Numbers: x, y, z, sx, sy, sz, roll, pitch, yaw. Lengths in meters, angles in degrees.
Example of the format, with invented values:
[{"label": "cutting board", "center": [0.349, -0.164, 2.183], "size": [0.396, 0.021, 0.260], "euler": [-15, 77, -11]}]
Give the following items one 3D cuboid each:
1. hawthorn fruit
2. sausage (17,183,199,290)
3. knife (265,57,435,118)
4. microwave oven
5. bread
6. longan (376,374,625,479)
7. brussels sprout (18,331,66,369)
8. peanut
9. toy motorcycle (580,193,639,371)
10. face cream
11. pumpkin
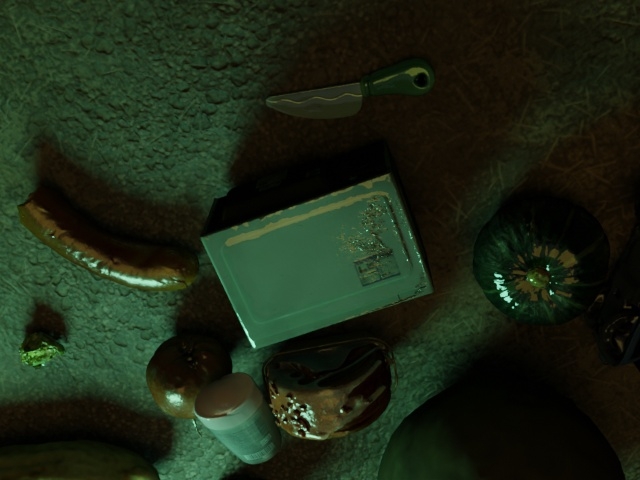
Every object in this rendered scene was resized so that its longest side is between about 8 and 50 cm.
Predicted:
[{"label": "hawthorn fruit", "center": [-0.234, 0.241, 1.464], "size": [0.149, 0.149, 0.189], "euler": [26, 128, -11]}, {"label": "sausage", "center": [-0.345, 0.010, 1.384], "size": [0.302, 0.076, 0.103], "euler": [26, 114, -11]}, {"label": "knife", "center": [0.046, -0.221, 1.295], "size": [0.260, 0.034, 0.063], "euler": [-11, 122, 13]}, {"label": "microwave oven", "center": [0.000, 0.000, 1.314], "size": [0.295, 0.181, 0.237], "euler": [-18, 112, 10]}, {"label": "bread", "center": [0.017, 0.241, 1.414], "size": [0.224, 0.212, 0.142], "euler": [-10, 111, 5]}, {"label": "longan", "center": [0.290, 0.423, 1.393], "size": [0.404, 0.404, 0.436], "euler": [23, 147, -9]}, {"label": "brussels sprout", "center": [-0.492, 0.191, 1.488], "size": [0.085, 0.058, 0.085], "euler": [-17, 143, -14]}, {"label": "peanut", "center": [-0.480, 0.463, 1.554], "size": [0.387, 0.169, 0.192], "euler": [-5, 121, 3]}, {"label": "toy motorcycle", "center": [0.561, 0.064, 1.372], "size": [0.212, 0.125, 0.358], "euler": [7, 118, -11]}, {"label": "face cream", "center": [-0.131, 0.307, 1.447], "size": [0.107, 0.073, 0.269], "euler": [-31, 150, -7]}, {"label": "pumpkin", "center": [0.347, 0.032, 1.340], "size": [0.211, 0.152, 0.212], "euler": [10, 121, 17]}]
